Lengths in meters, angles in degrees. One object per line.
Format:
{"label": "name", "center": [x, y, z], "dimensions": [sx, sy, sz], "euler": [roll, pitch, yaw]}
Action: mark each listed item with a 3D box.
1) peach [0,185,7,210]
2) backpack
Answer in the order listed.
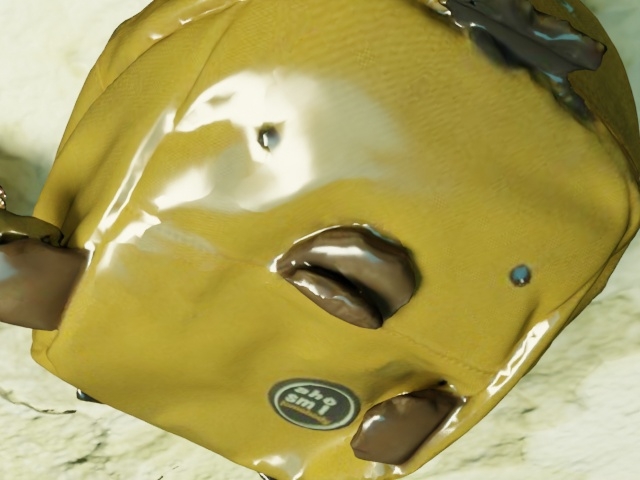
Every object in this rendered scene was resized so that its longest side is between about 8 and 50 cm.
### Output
{"label": "peach", "center": [-0.322, 0.005, 0.603], "dimensions": [0.279, 0.068, 0.189], "euler": [-21, 111, 20]}
{"label": "backpack", "center": [-0.001, -0.005, 0.485], "dimensions": [0.353, 0.201, 0.378], "euler": [24, 125, -15]}
